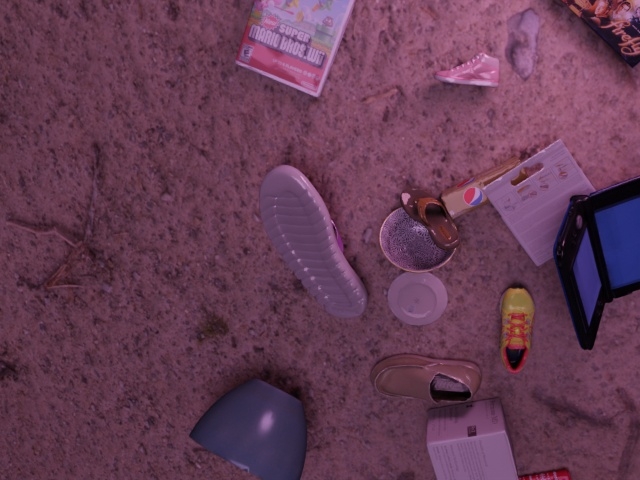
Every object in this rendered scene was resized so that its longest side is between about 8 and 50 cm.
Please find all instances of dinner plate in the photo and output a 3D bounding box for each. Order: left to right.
[{"bbox_3d":[0.228,0.138,1.524,0.141,0.017,0.141,4,109,11],"label":"dinner plate"}]

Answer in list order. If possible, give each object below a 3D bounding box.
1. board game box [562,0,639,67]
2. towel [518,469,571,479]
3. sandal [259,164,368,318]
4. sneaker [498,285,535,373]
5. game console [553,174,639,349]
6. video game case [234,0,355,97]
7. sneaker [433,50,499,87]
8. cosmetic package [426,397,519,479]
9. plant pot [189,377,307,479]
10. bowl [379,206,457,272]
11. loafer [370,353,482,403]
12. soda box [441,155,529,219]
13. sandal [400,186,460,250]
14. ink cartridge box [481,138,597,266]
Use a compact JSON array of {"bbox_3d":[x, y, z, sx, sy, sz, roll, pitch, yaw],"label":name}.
[{"bbox_3d":[0.571,-0.470,1.217,0.243,0.042,0.165,41,130,-4],"label":"board game box"},{"bbox_3d":[0.519,0.688,1.637,0.274,0.031,0.199,-17,103,16],"label":"towel"},{"bbox_3d":[-0.014,0.002,1.490,0.169,0.102,0.416,-10,119,29],"label":"sandal"},{"bbox_3d":[0.446,0.207,1.461,0.081,0.094,0.209,0,106,13],"label":"sneaker"},{"bbox_3d":[0.607,0.046,1.301,0.173,0.250,0.293,-1,130,38],"label":"game console"},{"bbox_3d":[-0.046,-0.476,1.374,0.204,0.025,0.285,23,110,3],"label":"video game case"},{"bbox_3d":[0.304,-0.356,1.331,0.134,0.051,0.070,7,107,6],"label":"sneaker"},{"bbox_3d":[0.361,0.490,1.539,0.183,0.151,0.152,-15,104,14],"label":"cosmetic package"},{"bbox_3d":[-0.147,0.457,1.588,0.290,0.290,0.195,27,75,2],"label":"plant pot"},{"bbox_3d":[0.216,0.011,1.435,0.170,0.170,0.080,5,152,10],"label":"bowl"},{"bbox_3d":[0.249,0.334,1.542,0.268,0.092,0.102,-4,107,13],"label":"loafer"},{"bbox_3d":[0.354,-0.114,1.392,0.181,0.061,0.058,-26,100,18],"label":"soda box"},{"bbox_3d":[0.239,-0.056,1.392,0.072,0.049,0.180,-28,58,-9],"label":"sandal"},{"bbox_3d":[0.477,-0.082,1.360,0.189,0.066,0.232,-34,106,20],"label":"ink cartridge box"}]
